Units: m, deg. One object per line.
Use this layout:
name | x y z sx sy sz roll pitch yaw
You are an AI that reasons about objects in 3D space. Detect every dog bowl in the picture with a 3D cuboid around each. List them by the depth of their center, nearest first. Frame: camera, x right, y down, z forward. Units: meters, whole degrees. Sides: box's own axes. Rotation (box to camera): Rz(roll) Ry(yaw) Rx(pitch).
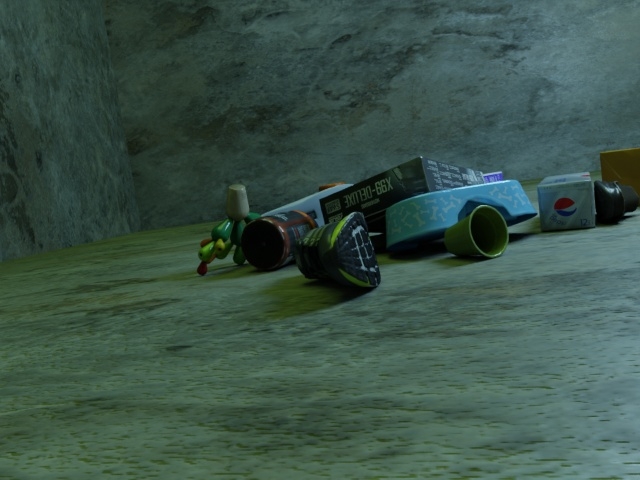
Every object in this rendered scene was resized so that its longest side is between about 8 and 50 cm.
dog bowl | 0.255 -0.048 1.054 0.297 0.074 0.166 -10 -10 -17

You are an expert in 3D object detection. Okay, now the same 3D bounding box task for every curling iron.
curling iron | 0.126 0.002 1.146 0.274 0.035 0.068 -13 3 -44

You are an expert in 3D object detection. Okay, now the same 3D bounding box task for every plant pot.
plant pot | 0.244 -0.007 0.911 0.083 0.083 0.079 -12 -6 -30

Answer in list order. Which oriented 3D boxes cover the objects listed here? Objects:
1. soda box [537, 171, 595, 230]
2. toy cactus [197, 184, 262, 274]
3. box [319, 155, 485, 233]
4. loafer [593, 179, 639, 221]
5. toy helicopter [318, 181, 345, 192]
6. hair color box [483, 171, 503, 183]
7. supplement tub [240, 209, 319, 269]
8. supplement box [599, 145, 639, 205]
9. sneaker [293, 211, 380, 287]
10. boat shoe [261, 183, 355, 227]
soda box | 0.510 -0.085 1.170 0.098 0.091 0.286 -5 7 26
toy cactus | -0.171 -0.024 1.195 0.219 0.180 0.112 -19 32 -39
box | 0.186 -0.085 1.196 0.242 0.076 0.307 -20 -12 34
loafer | 0.585 -0.086 1.118 0.078 0.080 0.220 -6 6 25
toy helicopter | -0.049 -0.088 1.801 0.355 0.140 0.235 -11 4 14
hair color box | 0.392 -0.130 1.690 0.185 0.110 0.339 -5 5 43
supplement tub | -0.071 -0.006 1.160 0.106 0.106 0.198 -5 6 26
supplement box | 0.782 -0.155 1.275 0.194 0.129 0.191 -10 6 -10
sneaker | 0.020 0.024 0.852 0.121 0.111 0.300 -18 -1 6
boat shoe | -0.016 -0.060 1.571 0.367 0.136 0.156 -19 5 -10
